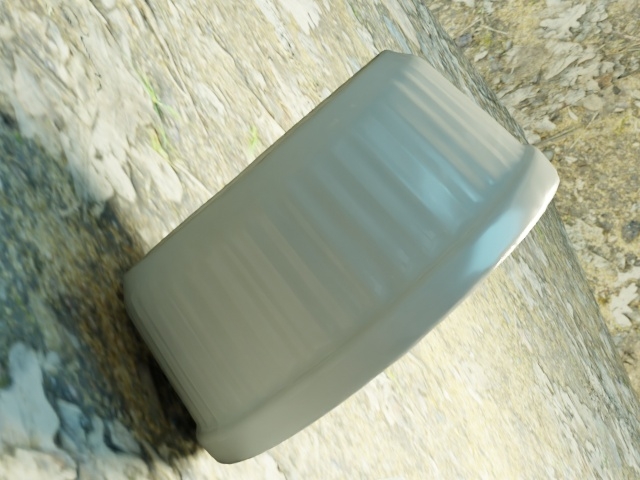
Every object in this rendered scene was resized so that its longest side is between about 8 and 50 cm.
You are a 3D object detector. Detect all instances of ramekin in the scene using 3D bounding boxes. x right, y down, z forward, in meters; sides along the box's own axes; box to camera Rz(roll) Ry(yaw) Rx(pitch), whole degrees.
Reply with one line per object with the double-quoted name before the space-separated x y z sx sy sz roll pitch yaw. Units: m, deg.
"ramekin" 0.000 0.000 0.840 0.127 0.273 0.273 49 18 -5

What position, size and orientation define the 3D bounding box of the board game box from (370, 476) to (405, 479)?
"board game box" 0.050 0.338 0.821 0.390 0.050 0.390 67 17 15
